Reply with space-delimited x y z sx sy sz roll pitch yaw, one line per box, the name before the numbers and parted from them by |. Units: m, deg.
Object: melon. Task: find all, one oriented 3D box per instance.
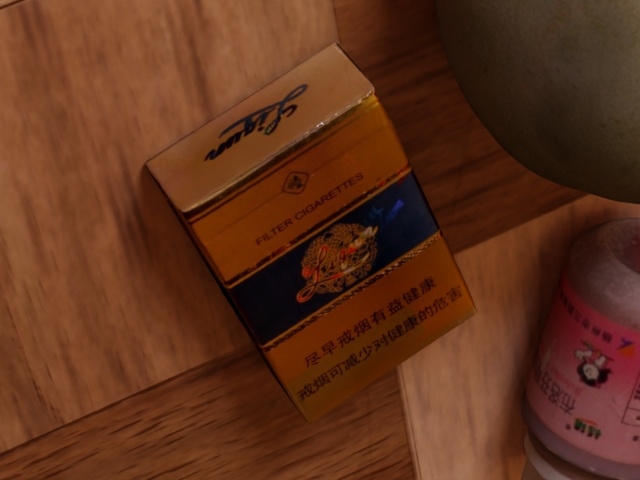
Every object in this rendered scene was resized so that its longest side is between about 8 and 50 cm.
melon | 0.201 -0.185 1.181 0.268 0.268 0.330 -8 118 -26

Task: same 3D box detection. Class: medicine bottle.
medicine bottle | 0.230 0.114 1.499 0.147 0.147 0.247 -3 123 -29

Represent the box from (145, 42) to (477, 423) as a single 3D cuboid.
box | 0.000 0.000 1.332 0.152 0.070 0.237 -33 131 -5
